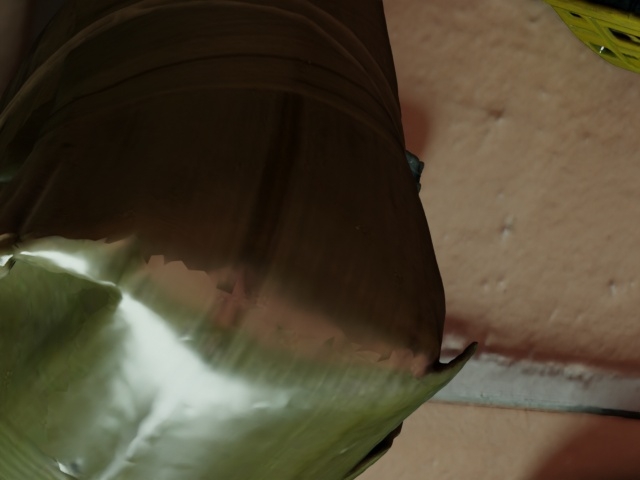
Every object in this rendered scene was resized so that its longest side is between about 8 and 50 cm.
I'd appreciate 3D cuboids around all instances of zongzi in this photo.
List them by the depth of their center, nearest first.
[{"bbox_3d":[-0.109,0.034,0.695,0.181,0.418,0.447,26,130,-19],"label":"zongzi"}]

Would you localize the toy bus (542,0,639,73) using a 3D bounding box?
[{"bbox_3d":[0.260,-0.245,0.868,0.123,0.121,0.335,40,80,-44],"label":"toy bus"}]

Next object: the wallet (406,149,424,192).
[{"bbox_3d":[0.000,0.000,0.819,0.088,0.026,0.129,28,88,-36],"label":"wallet"}]
